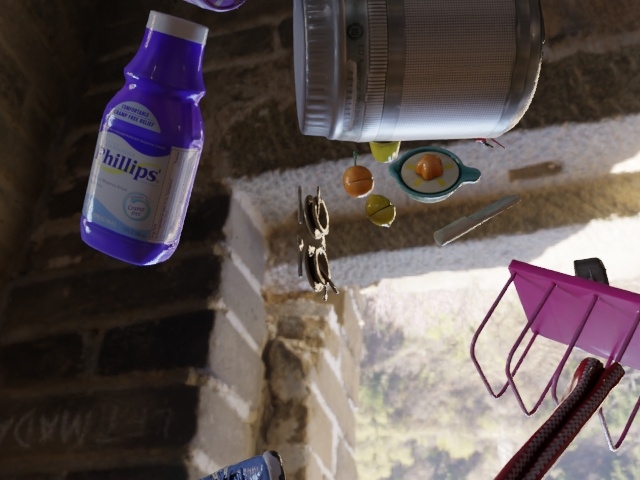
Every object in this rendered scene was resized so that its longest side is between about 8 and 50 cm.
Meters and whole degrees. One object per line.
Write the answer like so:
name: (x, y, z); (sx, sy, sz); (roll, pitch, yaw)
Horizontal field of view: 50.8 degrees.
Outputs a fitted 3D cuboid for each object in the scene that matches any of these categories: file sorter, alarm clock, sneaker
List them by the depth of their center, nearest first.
sneaker: (-0.116, 0.334, 0.871); (0.081, 0.080, 0.211); (10, 138, -37)
file sorter: (0.406, 0.191, 1.032); (0.291, 0.182, 0.202); (18, 152, 41)
alarm clock: (0.520, 0.091, 1.281); (0.064, 0.129, 0.192); (-11, 157, 21)

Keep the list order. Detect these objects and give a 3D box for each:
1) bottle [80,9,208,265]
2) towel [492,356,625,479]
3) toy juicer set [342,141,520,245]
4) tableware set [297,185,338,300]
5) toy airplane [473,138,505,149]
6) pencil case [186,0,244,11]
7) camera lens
bottle: (-0.196, -0.117, 0.783); (0.118, 0.092, 0.282); (22, 105, 15)
towel: (0.101, 0.213, 0.471); (0.031, 0.199, 0.274); (38, 130, 25)
toy juicer set: (0.188, -0.103, 1.284); (0.329, 0.209, 0.089); (30, 151, 26)
tableware set: (0.000, 0.000, 1.242); (0.039, 0.194, 0.128); (-12, 151, 19)
toy airplane: (0.308, -0.230, 1.356); (0.028, 0.151, 0.151); (-43, 133, 6)
pencil case: (-0.158, -0.332, 0.798); (0.088, 0.206, 0.086); (-32, 136, -21)
camera lens: (0.110, -0.231, 0.815); (0.275, 0.219, 0.219); (-3, 147, -6)
